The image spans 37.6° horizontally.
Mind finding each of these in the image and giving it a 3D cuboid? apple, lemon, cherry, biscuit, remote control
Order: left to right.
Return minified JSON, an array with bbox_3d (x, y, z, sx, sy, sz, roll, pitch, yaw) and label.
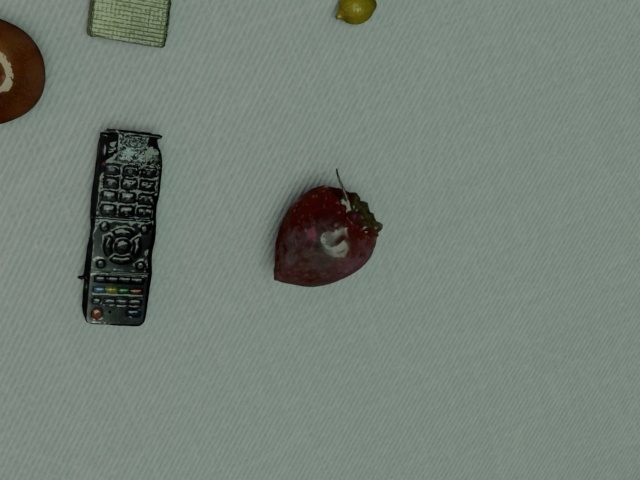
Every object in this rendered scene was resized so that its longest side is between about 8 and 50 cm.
[{"bbox_3d":[-0.593,-0.297,1.673,0.201,0.162,0.201,-4,106,-14],"label":"apple"},{"bbox_3d":[-0.398,-0.024,1.865,0.145,0.062,0.398,5,105,-17],"label":"remote control"},{"bbox_3d":[-0.349,-0.494,1.751,0.150,0.052,0.252,3,106,-22],"label":"biscuit"},{"bbox_3d":[0.000,0.000,1.933,0.250,0.175,0.192,-42,103,0],"label":"cherry"},{"bbox_3d":[0.070,-0.463,1.881,0.092,0.065,0.065,-23,111,-12],"label":"lemon"}]
